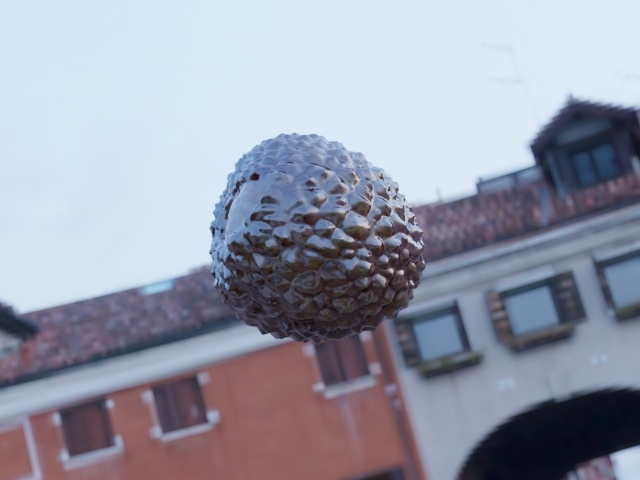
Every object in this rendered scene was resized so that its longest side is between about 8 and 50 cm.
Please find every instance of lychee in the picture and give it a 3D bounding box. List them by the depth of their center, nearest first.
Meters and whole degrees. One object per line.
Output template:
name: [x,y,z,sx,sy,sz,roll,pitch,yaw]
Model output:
lychee: [0.000,0.000,1.374,0.188,0.188,0.188,-14,-16,-4]
